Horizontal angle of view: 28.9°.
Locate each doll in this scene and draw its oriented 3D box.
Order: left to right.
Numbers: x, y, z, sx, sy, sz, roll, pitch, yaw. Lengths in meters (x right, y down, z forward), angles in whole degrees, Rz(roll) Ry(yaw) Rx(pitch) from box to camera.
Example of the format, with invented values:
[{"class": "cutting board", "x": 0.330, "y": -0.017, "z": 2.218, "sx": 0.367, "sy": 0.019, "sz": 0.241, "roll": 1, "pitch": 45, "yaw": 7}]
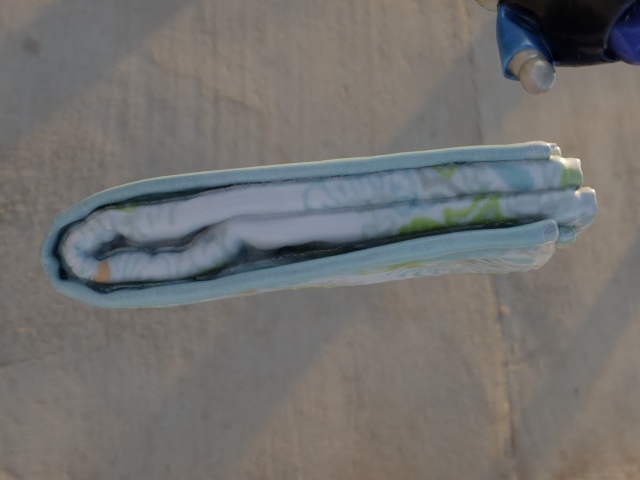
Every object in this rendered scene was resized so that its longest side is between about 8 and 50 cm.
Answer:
[{"class": "doll", "x": 0.134, "y": -0.103, "z": 0.518, "sx": 0.129, "sy": 0.189, "sz": 0.046, "roll": -42, "pitch": 126, "yaw": -21}]

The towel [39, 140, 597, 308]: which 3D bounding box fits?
[{"class": "towel", "x": 0.000, "y": 0.000, "z": 0.965, "sx": 0.374, "sy": 0.320, "sz": 0.090, "roll": -5, "pitch": 85, "yaw": 1}]
